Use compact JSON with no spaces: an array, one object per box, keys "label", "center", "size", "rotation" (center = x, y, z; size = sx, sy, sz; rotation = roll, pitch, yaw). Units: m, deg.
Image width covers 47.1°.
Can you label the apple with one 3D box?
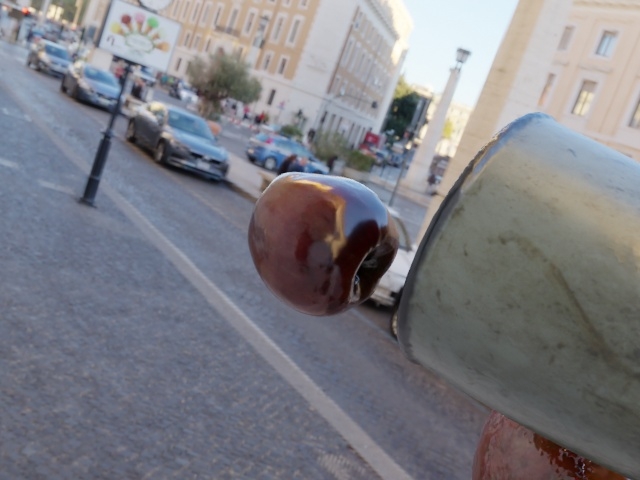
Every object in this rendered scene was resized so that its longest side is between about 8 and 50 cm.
[{"label":"apple","center":[-0.006,-0.002,0.840],"size":[0.158,0.156,0.147],"rotation":[33,17,25]}]

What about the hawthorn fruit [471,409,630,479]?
[{"label":"hawthorn fruit","center":[0.335,0.323,0.944],"size":[0.316,0.316,0.316],"rotation":[19,9,-3]}]

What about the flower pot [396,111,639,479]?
[{"label":"flower pot","center":[0.285,0.076,0.700],"size":[0.330,0.293,0.293],"rotation":[33,14,29]}]
